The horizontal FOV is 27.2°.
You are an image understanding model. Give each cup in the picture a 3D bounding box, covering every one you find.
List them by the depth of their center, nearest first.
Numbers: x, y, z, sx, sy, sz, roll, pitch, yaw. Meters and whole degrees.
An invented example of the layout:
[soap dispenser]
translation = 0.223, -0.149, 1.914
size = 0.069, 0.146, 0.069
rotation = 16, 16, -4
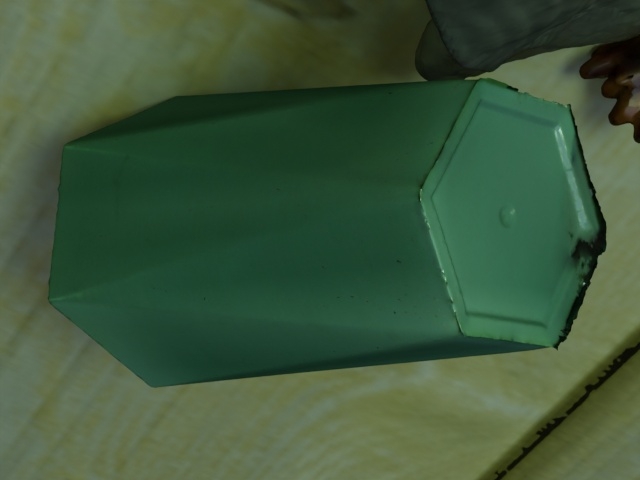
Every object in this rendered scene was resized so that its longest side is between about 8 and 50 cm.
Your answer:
[cup]
translation = 0.000, 0.000, 0.587
size = 0.236, 0.134, 0.148
rotation = 0, 145, 47

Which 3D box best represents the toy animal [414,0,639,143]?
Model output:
[toy animal]
translation = 0.165, -0.167, 0.548
size = 0.284, 0.225, 0.302
rotation = -13, 149, 4
